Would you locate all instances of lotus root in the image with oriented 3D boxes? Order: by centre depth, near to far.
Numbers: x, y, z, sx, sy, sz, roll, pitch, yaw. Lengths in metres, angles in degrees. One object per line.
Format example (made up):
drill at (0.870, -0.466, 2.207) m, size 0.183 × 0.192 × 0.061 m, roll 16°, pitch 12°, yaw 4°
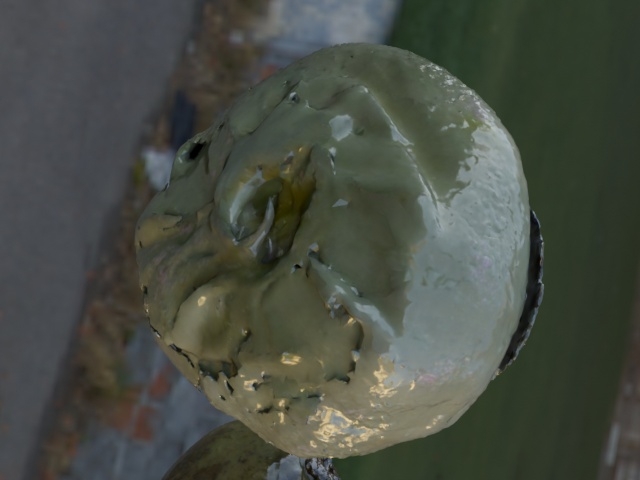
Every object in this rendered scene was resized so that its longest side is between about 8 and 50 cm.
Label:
lotus root at (-0.081, 0.239, 1.682) m, size 0.138 × 0.214 × 0.138 m, roll 59°, pitch -10°, yaw 17°

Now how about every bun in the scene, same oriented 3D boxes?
bun at (0.000, 0.000, 1.044) m, size 0.141 × 0.239 × 0.239 m, roll 30°, pitch 69°, yaw -51°
